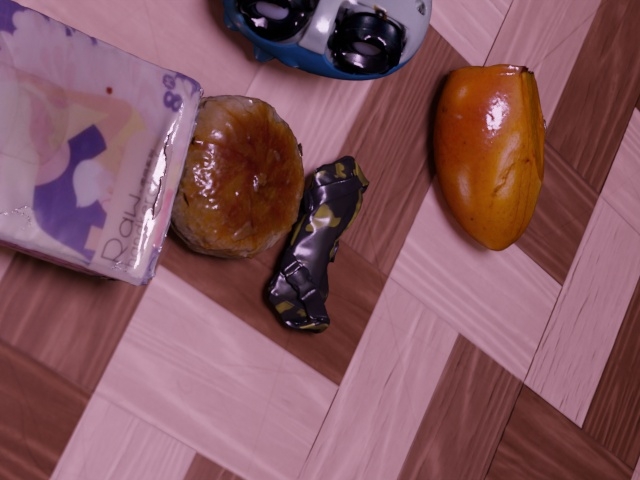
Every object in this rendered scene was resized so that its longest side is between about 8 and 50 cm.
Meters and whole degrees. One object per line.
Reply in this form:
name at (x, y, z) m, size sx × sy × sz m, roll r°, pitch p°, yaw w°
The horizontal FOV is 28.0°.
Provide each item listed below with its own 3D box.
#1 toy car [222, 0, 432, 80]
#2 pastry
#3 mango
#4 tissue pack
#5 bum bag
toy car at (0.000, -0.283, 1.519) m, size 0.255 × 0.190 × 0.189 m, roll 18°, pitch 65°, yaw -10°
pastry at (-0.100, -0.074, 1.516) m, size 0.182 × 0.093 × 0.193 m, roll 8°, pitch 87°, yaw -43°
mango at (0.235, -0.112, 1.774) m, size 0.187 × 0.138 × 0.257 m, roll -5°, pitch 100°, yaw -58°
tissue pack at (-0.300, -0.110, 1.323) m, size 0.343 × 0.125 × 0.242 m, roll 22°, pitch 78°, yaw -41°
bum bag at (0.000, 0.000, 1.626) m, size 0.106 × 0.060 × 0.233 m, roll 25°, pitch 79°, yaw -48°
